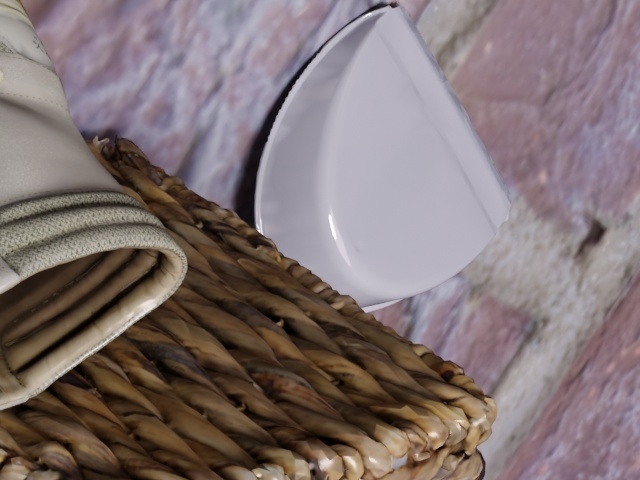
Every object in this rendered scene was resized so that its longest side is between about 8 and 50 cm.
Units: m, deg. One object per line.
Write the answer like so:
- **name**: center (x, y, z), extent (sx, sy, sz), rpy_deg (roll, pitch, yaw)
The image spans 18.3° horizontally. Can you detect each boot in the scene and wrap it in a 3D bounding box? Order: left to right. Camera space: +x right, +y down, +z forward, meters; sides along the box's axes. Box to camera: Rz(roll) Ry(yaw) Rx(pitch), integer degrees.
- **boot**: center (-0.172, -0.002, 0.703), extent (0.213, 0.165, 0.077), rpy_deg (-22, 144, -21)

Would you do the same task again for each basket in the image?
- **basket**: center (-0.101, 0.119, 0.823), extent (0.213, 0.299, 0.223), rpy_deg (-14, 123, -35)

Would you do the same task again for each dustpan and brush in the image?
- **dustpan and brush**: center (0.000, 0.000, 0.995), extent (0.211, 0.060, 0.147), rpy_deg (-53, 124, -34)
